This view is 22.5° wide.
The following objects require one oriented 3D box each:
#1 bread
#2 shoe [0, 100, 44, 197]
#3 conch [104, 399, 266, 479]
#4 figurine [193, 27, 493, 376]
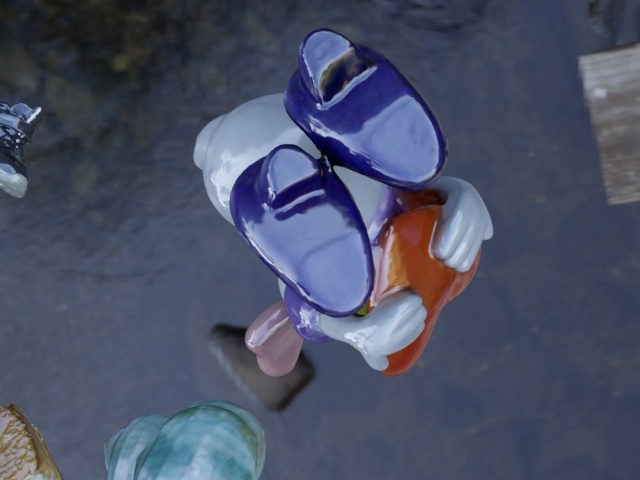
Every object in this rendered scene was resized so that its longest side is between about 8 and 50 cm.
[{"bbox_3d":[-0.232,0.169,1.161,0.077,0.083,0.070,-28,59,-7],"label":"bread"},{"bbox_3d":[-0.362,-0.122,1.851,0.099,0.071,0.169,-44,45,-1],"label":"shoe"},{"bbox_3d":[-0.129,0.264,1.619,0.277,0.195,0.220,33,121,36],"label":"conch"},{"bbox_3d":[0.003,0.001,1.070,0.193,0.421,0.154,29,76,19],"label":"figurine"}]
